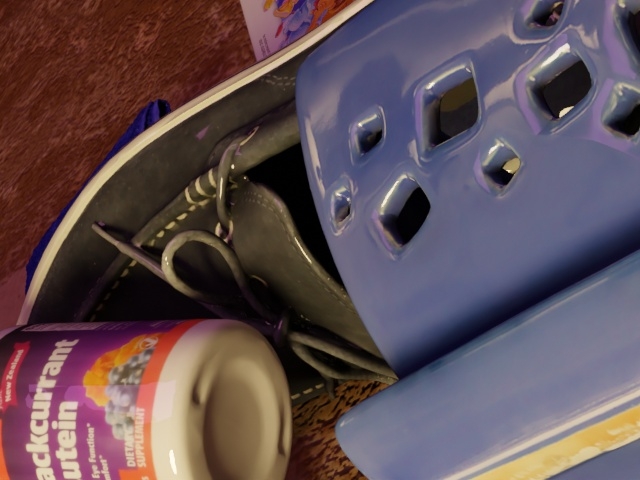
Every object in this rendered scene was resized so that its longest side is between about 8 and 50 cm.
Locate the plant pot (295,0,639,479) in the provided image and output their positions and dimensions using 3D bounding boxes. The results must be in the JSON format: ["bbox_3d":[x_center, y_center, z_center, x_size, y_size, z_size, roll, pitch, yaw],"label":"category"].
[{"bbox_3d":[0.146,0.006,0.613,0.236,0.236,0.212,-32,42,38],"label":"plant pot"}]

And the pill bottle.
[{"bbox_3d":[-0.121,0.096,0.849,0.193,0.108,0.108,-4,54,30],"label":"pill bottle"}]

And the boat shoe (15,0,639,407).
[{"bbox_3d":[0.000,0.000,0.890,0.500,0.187,0.156,-37,30,27],"label":"boat shoe"}]

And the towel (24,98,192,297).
[{"bbox_3d":[-0.147,0.042,1.190,0.227,0.076,0.308,-43,30,20],"label":"towel"}]

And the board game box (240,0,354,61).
[{"bbox_3d":[0.051,-0.206,1.117,0.233,0.078,0.347,-50,25,18],"label":"board game box"}]
